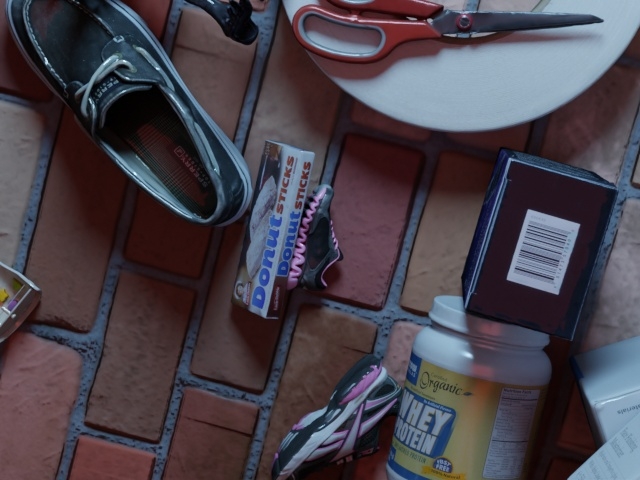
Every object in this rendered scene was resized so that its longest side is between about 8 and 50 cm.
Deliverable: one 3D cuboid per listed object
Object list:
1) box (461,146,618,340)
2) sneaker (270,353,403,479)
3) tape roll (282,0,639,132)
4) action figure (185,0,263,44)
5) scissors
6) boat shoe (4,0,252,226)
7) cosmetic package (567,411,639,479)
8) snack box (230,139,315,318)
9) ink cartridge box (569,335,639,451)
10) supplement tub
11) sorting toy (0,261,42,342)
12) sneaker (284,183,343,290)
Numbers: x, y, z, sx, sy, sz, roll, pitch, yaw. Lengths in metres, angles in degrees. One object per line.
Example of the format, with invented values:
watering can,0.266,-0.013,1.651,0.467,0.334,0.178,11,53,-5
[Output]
box,0.210,-0.003,1.409,0.108,0.207,0.153,16,97,2
sneaker,0.023,0.210,1.520,0.077,0.072,0.178,41,104,-12
tape roll,0.145,-0.302,1.448,0.392,0.072,0.392,0,97,4
action figure,-0.171,-0.300,1.413,0.276,0.141,0.164,25,65,18
scissors,0.122,-0.206,1.417,0.297,0.021,0.109,14,96,2
boat shoe,-0.195,-0.149,1.464,0.335,0.119,0.121,44,98,-1
cosmetic package,0.333,0.216,1.229,0.151,0.151,0.184,45,95,-2
snack box,-0.050,-0.012,1.501,0.022,0.064,0.178,6,100,-42
ink cartridge box,0.359,0.261,1.421,0.129,0.223,0.307,-18,95,5
supplement tub,0.154,0.168,1.465,0.144,0.144,0.199,12,97,3
sorting toy,-0.347,0.058,1.542,0.075,0.045,0.083,42,98,6
sneaker,0.000,0.000,1.511,0.057,0.047,0.119,15,103,-9
